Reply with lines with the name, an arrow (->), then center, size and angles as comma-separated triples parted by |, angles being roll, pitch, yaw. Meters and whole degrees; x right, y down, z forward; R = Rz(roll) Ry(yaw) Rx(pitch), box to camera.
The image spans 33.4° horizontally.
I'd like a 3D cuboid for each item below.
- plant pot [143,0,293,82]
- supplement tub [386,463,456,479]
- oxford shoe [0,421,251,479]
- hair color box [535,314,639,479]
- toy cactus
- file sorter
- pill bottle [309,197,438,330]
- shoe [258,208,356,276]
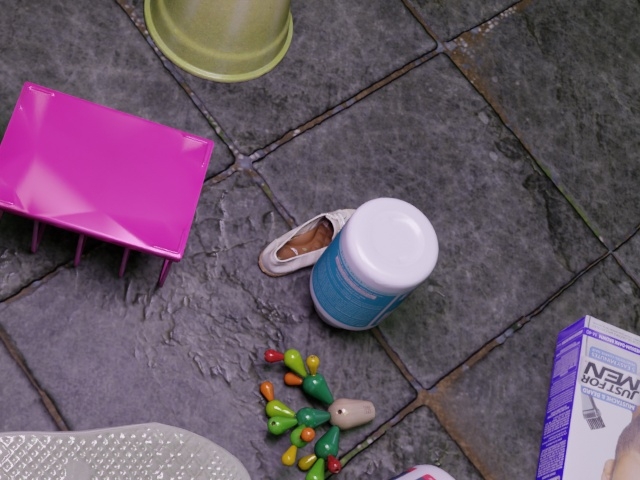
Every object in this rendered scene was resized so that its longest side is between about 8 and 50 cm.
plant pot -> -0.148, -0.454, 1.824 | 0.276, 0.254, 0.276 | 7, 64, -15
supplement tub -> 0.086, 0.454, 1.518 | 0.272, 0.191, 0.191 | -20, 74, -25
oxford shoe -> -0.301, 0.342, 1.484 | 0.449, 0.130, 0.169 | 10, 63, -31
hair color box -> 0.473, 0.315, 1.765 | 0.185, 0.110, 0.339 | 21, 63, -10
toy cactus -> 0.003, 0.264, 1.641 | 0.180, 0.112, 0.219 | -2, 58, -30
file sorter -> -0.340, -0.069, 1.621 | 0.290, 0.182, 0.202 | 17, 63, -10
pill bottle -> 0.070, 0.050, 1.658 | 0.146, 0.264, 0.146 | 8, 63, -16
shoe -> 0.000, 0.000, 1.775 | 0.219, 0.058, 0.077 | -25, 76, -27
